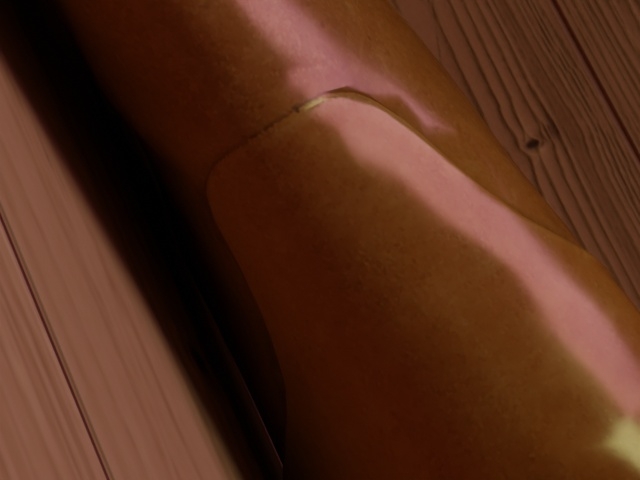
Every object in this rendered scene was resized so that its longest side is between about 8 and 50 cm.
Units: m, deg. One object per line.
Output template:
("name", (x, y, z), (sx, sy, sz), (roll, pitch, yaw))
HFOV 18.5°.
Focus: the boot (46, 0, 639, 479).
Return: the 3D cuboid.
("boot", (0.001, -0.001, 0.454), (0.211, 0.104, 0.295), (54, 4, -36))
